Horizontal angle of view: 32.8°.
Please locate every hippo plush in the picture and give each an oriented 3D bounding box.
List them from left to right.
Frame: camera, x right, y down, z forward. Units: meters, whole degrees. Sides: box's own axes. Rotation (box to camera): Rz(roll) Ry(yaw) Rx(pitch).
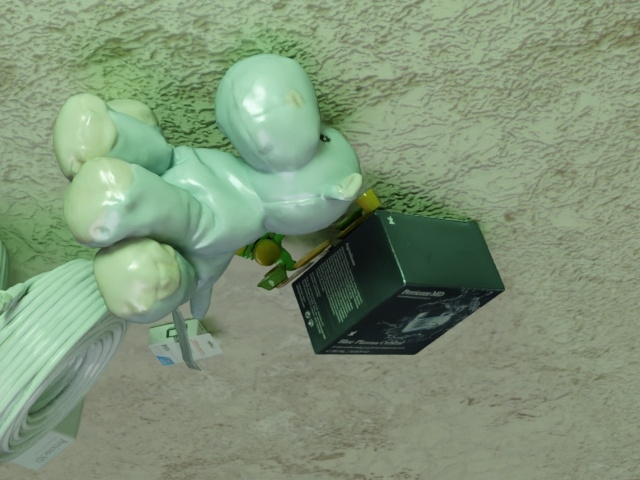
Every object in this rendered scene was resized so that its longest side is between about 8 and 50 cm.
[{"bbox_3d":[-0.080,-0.036,0.992,0.236,0.234,0.294,-22,113,8],"label":"hippo plush"}]

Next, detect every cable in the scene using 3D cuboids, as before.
[{"bbox_3d":[-0.304,0.132,1.192,0.089,0.257,0.257,38,124,7],"label":"cable"}]

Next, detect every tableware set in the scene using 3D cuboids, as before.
[{"bbox_3d":[0.000,0.000,1.137,0.154,0.024,0.104,-38,175,8],"label":"tableware set"}]

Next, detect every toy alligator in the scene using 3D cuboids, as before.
[{"bbox_3d":[-0.101,-0.016,1.165,0.190,0.056,0.051,20,96,-22],"label":"toy alligator"}]

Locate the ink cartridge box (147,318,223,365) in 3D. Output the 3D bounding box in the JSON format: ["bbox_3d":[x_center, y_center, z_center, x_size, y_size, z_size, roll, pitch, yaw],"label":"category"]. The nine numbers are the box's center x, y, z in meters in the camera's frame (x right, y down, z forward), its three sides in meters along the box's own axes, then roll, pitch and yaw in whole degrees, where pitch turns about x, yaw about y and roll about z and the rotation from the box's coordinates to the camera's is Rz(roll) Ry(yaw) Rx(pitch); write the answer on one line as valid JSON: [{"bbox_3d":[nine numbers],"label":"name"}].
[{"bbox_3d":[-0.165,0.125,1.347,0.083,0.028,0.048,-12,139,15],"label":"ink cartridge box"}]

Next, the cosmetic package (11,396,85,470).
[{"bbox_3d":[-0.437,0.213,1.412,0.231,0.085,0.117,27,134,-27],"label":"cosmetic package"}]

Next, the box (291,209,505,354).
[{"bbox_3d":[0.082,0.050,1.172,0.156,0.093,0.158,5,145,-40],"label":"box"}]

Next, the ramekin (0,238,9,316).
[{"bbox_3d":[-0.440,0.044,1.190,0.207,0.109,0.207,0,139,0],"label":"ramekin"}]
